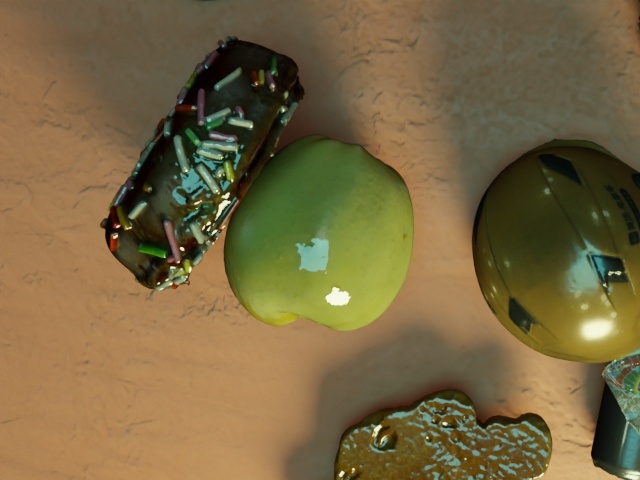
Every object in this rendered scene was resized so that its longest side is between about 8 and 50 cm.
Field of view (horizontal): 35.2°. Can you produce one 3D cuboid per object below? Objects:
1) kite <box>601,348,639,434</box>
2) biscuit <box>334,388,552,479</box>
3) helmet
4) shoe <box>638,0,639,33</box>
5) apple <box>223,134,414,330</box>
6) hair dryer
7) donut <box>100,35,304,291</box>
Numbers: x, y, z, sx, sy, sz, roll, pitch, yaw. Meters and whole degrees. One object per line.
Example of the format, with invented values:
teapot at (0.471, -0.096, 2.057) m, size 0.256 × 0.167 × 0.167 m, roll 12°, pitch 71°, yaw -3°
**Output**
kite at (0.413, 0.098, 0.947) m, size 0.285 × 0.015 × 0.152 m, roll -43°, pitch 94°, yaw 14°
biscuit at (0.115, 0.266, 1.065) m, size 0.290 × 0.041 × 0.208 m, roll -32°, pitch 91°, yaw 13°
helmet at (0.229, 0.012, 0.956) m, size 0.198 × 0.130 × 0.224 m, roll -31°, pitch 77°, yaw 27°
shoe at (0.347, -0.225, 0.968) m, size 0.099 × 0.125 × 0.227 m, roll -30°, pitch 65°, yaw -24°
apple at (0.000, 0.000, 0.988) m, size 0.200 × 0.200 × 0.200 m, roll 1°, pitch 97°, yaw 7°
hair dryer at (0.404, 0.197, 1.027) m, size 0.248 × 0.070 × 0.114 m, roll 10°, pitch 98°, yaw -3°
donut at (-0.115, -0.075, 0.954) m, size 0.103 × 0.269 × 0.269 m, roll 33°, pitch 100°, yaw -10°
